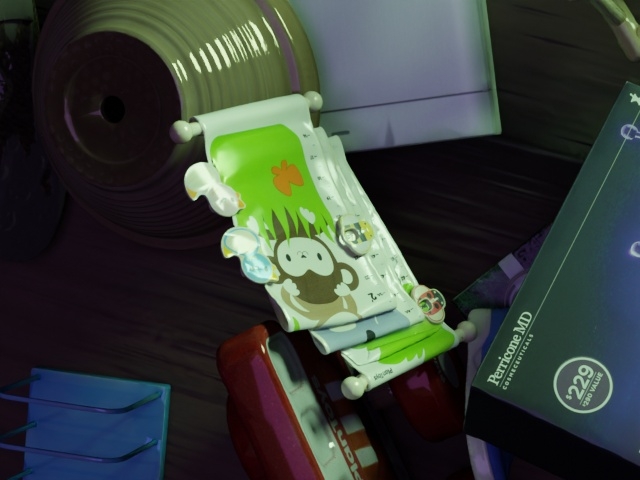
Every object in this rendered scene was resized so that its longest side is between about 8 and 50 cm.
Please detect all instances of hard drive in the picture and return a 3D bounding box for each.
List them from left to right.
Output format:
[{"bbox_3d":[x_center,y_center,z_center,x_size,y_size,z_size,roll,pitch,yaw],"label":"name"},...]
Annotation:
[{"bbox_3d":[0.001,-0.241,1.488,0.233,0.047,0.353,-7,93,16],"label":"hard drive"}]

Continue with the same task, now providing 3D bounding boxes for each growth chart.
[{"bbox_3d":[0.000,0.000,1.369,0.021,0.172,0.237,-35,87,42],"label":"growth chart"}]

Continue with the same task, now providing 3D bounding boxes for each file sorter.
[{"bbox_3d":[-0.196,0.197,1.549,0.118,0.104,0.170,7,96,14],"label":"file sorter"}]

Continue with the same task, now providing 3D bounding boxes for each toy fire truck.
[{"bbox_3d":[0.027,0.194,1.409,0.169,0.254,0.302,-23,88,16],"label":"toy fire truck"}]

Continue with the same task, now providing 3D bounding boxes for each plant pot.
[{"bbox_3d":[-0.127,-0.103,1.457,0.237,0.110,0.237,5,102,22],"label":"plant pot"}]

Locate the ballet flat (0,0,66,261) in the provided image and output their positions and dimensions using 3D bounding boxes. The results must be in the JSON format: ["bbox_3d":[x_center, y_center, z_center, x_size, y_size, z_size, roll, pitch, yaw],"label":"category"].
[{"bbox_3d":[-0.254,-0.108,1.568,0.084,0.058,0.250,-10,99,-19],"label":"ballet flat"}]

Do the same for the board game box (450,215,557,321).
[{"bbox_3d":[0.229,0.106,1.465,0.136,0.030,0.260,-40,84,17],"label":"board game box"}]

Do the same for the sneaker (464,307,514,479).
[{"bbox_3d":[0.150,0.113,1.415,0.084,0.058,0.152,-5,51,12],"label":"sneaker"}]

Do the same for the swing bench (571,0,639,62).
[{"bbox_3d":[0.246,-0.308,1.351,0.253,0.165,0.255,-31,67,16],"label":"swing bench"}]

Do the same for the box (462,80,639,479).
[{"bbox_3d":[0.236,0.047,1.359,0.184,0.103,0.261,24,68,14],"label":"box"}]
